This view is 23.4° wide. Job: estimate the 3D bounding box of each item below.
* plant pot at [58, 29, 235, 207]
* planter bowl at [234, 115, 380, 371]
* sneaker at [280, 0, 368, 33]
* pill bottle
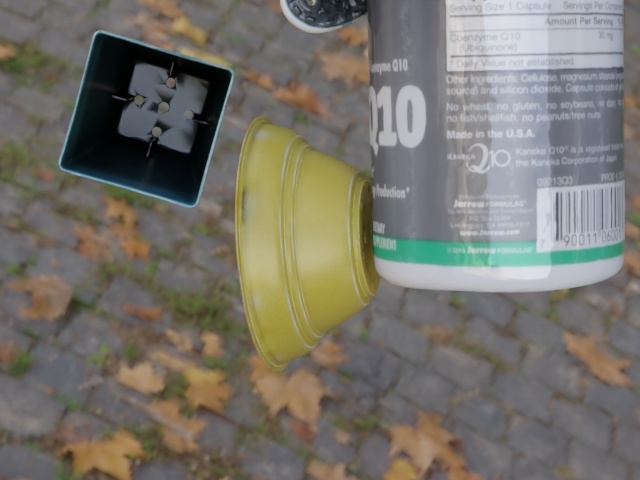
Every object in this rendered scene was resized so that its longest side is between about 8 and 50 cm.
[{"bbox_3d":[-0.196,-0.153,1.853,0.166,0.165,0.234,16,8,-2],"label":"plant pot"},{"bbox_3d":[0.000,0.000,1.299,0.090,0.217,0.217,-4,26,12],"label":"planter bowl"},{"bbox_3d":[0.019,-0.244,1.336,0.085,0.086,0.237,41,43,-12],"label":"sneaker"},{"bbox_3d":[0.139,-0.148,1.230,0.204,0.361,0.204,-1,5,0],"label":"pill bottle"}]
